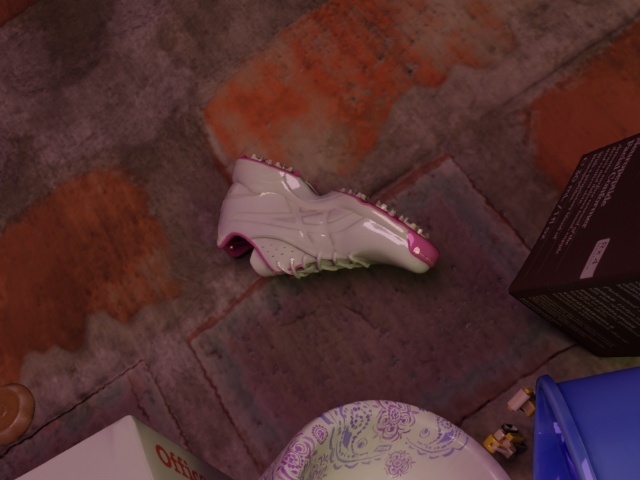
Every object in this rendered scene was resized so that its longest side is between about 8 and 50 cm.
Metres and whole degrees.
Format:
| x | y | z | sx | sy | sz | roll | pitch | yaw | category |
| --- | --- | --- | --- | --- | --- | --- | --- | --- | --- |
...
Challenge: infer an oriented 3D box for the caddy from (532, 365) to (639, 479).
| x | y | z | sx | sy | sz | roll | pitch | yaw | category |
| --- | --- | --- | --- | --- | --- | --- | --- | --- | --- |
| 0.278 | 0.269 | 0.845 | 0.179 | 0.241 | 0.341 | -16 | 58 | 4 | caddy |

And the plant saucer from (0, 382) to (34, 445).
| x | y | z | sx | sy | sz | roll | pitch | yaw | category |
| --- | --- | --- | --- | --- | --- | --- | --- | --- | --- |
| -0.407 | 0.220 | 1.259 | 0.083 | 0.015 | 0.084 | -9 | 60 | 16 | plant saucer |

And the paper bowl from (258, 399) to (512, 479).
| x | y | z | sx | sy | sz | roll | pitch | yaw | category |
| --- | --- | --- | --- | --- | --- | --- | --- | --- | --- |
| 0.058 | 0.305 | 0.913 | 0.148 | 0.284 | 0.284 | -55 | 44 | 41 | paper bowl |

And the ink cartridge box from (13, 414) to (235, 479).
| x | y | z | sx | sy | sz | roll | pitch | yaw | category |
| --- | --- | --- | --- | --- | --- | --- | --- | --- | --- |
| -0.120 | 0.395 | 0.895 | 0.166 | 0.285 | 0.395 | -30 | 57 | 2 | ink cartridge box |

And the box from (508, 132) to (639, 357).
| x | y | z | sx | sy | sz | roll | pitch | yaw | category |
| --- | --- | --- | --- | --- | --- | --- | --- | --- | --- |
| 0.342 | -0.005 | 0.888 | 0.143 | 0.381 | 0.191 | 35 | 75 | -10 | box |

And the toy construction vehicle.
| x | y | z | sx | sy | sz | roll | pitch | yaw | category |
| --- | --- | --- | --- | --- | --- | --- | --- | --- | --- |
| 0.212 | 0.186 | 1.004 | 0.086 | 0.098 | 0.035 | -48 | 58 | 12 | toy construction vehicle |

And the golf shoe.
| x | y | z | sx | sy | sz | roll | pitch | yaw | category |
| --- | --- | --- | --- | --- | --- | --- | --- | --- | --- |
| 0.000 | 0.000 | 1.182 | 0.306 | 0.115 | 0.140 | 22 | 83 | 35 | golf shoe |
